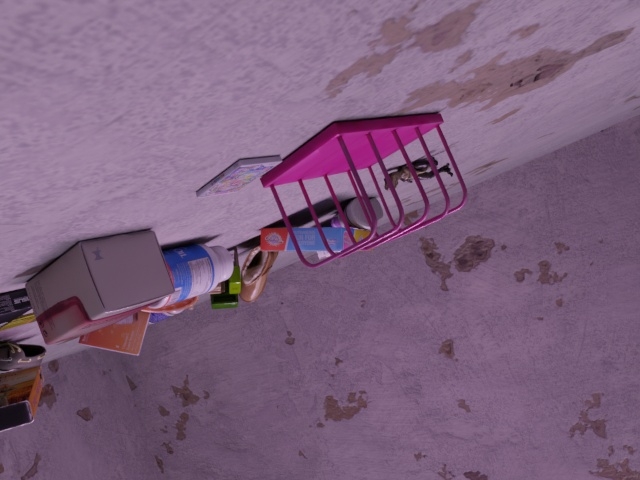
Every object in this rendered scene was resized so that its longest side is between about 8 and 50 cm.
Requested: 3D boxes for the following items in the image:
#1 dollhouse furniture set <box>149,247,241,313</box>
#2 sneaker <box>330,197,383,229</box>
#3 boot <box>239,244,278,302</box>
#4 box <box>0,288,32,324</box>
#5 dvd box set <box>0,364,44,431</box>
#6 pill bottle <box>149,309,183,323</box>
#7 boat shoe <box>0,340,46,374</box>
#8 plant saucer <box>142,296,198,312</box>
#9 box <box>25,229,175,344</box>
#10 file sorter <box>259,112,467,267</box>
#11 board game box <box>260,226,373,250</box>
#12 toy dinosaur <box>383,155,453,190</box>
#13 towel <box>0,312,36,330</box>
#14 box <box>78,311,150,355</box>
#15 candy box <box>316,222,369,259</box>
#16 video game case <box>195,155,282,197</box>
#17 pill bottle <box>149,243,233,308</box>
[{"bbox_3d":[-0.403,0.112,1.625,0.301,0.152,0.198,-3,150,-12],"label":"dollhouse furniture set"},{"bbox_3d":[0.095,-0.065,1.692,0.160,0.102,0.282,-21,176,21],"label":"sneaker"},{"bbox_3d":[-0.218,0.111,1.695,0.269,0.089,0.236,-73,-174,-86],"label":"boot"},{"bbox_3d":[-0.675,0.156,0.995,0.184,0.045,0.190,-22,176,32],"label":"box"},{"bbox_3d":[-0.893,0.426,1.350,0.307,0.062,0.420,-11,-176,-24],"label":"dvd box set"},{"bbox_3d":[-0.576,0.229,1.848,0.186,0.112,0.112,-24,175,24],"label":"pill bottle"},{"bbox_3d":[-0.979,0.363,1.651,0.091,0.109,0.305,-62,168,-12],"label":"boat shoe"},{"bbox_3d":[-0.445,0.150,1.481,0.199,0.037,0.200,-8,153,-4],"label":"plant saucer"},{"bbox_3d":[-0.403,0.087,0.958,0.232,0.127,0.148,-25,174,37],"label":"box"},{"bbox_3d":[0.090,-0.086,0.916,0.290,0.183,0.202,-17,173,-44],"label":"file sorter"},{"bbox_3d":[0.000,0.000,1.557,0.242,0.064,0.316,0,179,20],"label":"board game box"},{"bbox_3d":[0.275,-0.185,1.389,0.118,0.064,0.268,-6,-172,45],"label":"toy dinosaur"},{"bbox_3d":[-0.771,0.212,1.333,0.102,0.021,0.237,-26,173,33],"label":"towel"},{"bbox_3d":[-0.605,0.261,1.554,0.170,0.130,0.091,14,164,-15],"label":"box"},{"bbox_3d":[0.075,-0.023,1.906,0.196,0.070,0.165,-22,-163,11],"label":"candy box"},{"bbox_3d":[-0.128,-0.099,0.823,0.122,0.011,0.087,-26,173,41],"label":"video game case"},{"bbox_3d":[-0.314,0.074,1.232,0.124,0.124,0.221,-25,174,35],"label":"pill bottle"}]
